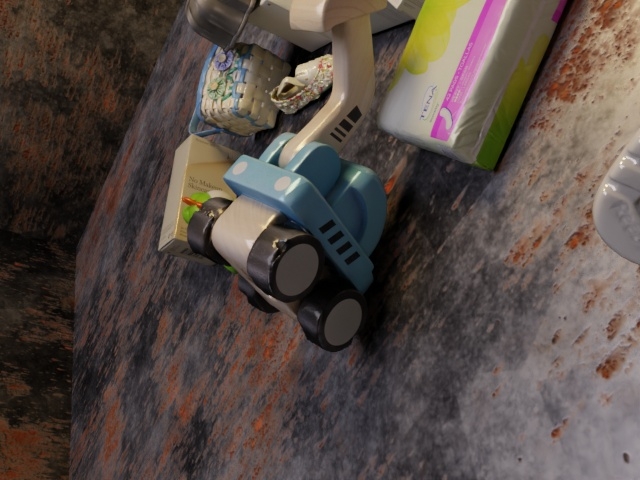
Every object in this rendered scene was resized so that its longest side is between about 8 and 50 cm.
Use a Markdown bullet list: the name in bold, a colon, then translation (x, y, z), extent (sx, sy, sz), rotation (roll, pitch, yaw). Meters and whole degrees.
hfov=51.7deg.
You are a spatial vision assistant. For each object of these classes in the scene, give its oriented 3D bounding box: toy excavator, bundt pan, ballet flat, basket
- **toy excavator**: translation (-0.003, -0.121, 1.039), extent (0.222, 0.433, 0.445), rotation (23, 68, 45)
- **bundt pan**: translation (-0.220, -0.613, 1.520), extent (0.331, 0.124, 0.330), rotation (-51, 30, 45)
- **ballet flat**: translation (-0.038, -0.355, 1.494), extent (0.241, 0.077, 0.091), rotation (-28, 50, 51)
- **basket**: translation (-0.228, -0.396, 1.716), extent (0.289, 0.201, 0.254), rotation (3, 78, 51)

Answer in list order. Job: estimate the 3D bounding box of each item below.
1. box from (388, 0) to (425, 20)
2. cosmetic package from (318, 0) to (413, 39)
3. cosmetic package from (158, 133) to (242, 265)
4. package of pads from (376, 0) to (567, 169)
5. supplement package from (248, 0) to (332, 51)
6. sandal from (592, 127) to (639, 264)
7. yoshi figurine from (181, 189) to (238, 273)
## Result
- **box**: translation (0.180, -0.432, 1.130), extent (0.102, 0.101, 0.087), rotation (-56, 32, 26)
- **cosmetic package**: translation (0.132, -0.606, 1.321), extent (0.284, 0.098, 0.376), rotation (12, 83, 60)
- **cosmetic package**: translation (-0.315, -0.105, 1.749), extent (0.113, 0.160, 0.309), rotation (-29, 51, 50)
- **package of pads**: translation (0.215, -0.272, 0.978), extent (0.229, 0.101, 0.296), rotation (36, 105, 60)
- **supplement package**: translation (-0.043, -0.575, 1.506), extent (0.149, 0.194, 0.203), rotation (1, 74, 62)
- **sandal**: translation (0.401, -0.146, 0.572), extent (0.416, 0.169, 0.102), rotation (-50, -5, 35)
- **yoshi figurine**: translation (-0.169, -0.025, 1.490), extent (0.362, 0.204, 0.202), rotation (23, 135, 48)
